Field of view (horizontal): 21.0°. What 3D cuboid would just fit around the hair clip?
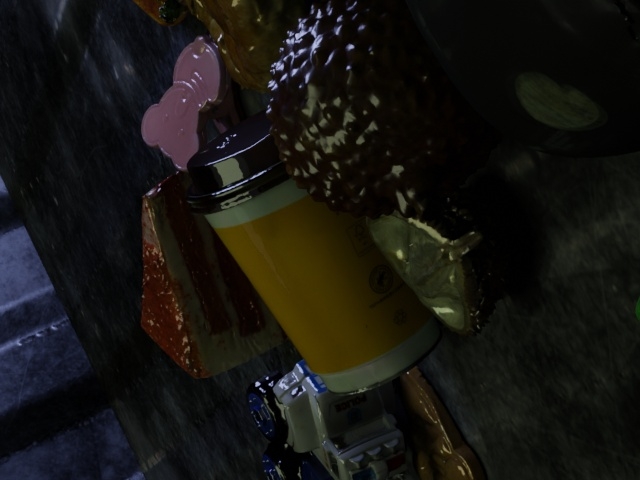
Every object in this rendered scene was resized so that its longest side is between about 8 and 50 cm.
[{"bbox_3d":[-0.146,-0.159,1.965,0.123,0.102,0.138,45,151,39],"label":"hair clip"}]

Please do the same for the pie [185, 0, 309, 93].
[{"bbox_3d":[-0.098,-0.283,1.580,0.339,0.083,0.339,156,90,-84],"label":"pie"}]

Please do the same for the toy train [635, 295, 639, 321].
[{"bbox_3d":[0.273,0.012,1.128,0.251,0.085,0.119,95,161,-48],"label":"toy train"}]

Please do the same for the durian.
[{"bbox_3d":[0.118,0.002,1.487,0.148,0.091,0.188,52,168,2],"label":"durian"}]

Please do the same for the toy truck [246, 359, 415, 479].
[{"bbox_3d":[0.031,0.222,1.840,0.177,0.161,0.213,49,155,50],"label":"toy truck"}]

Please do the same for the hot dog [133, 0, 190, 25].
[{"bbox_3d":[-0.199,-0.304,2.002,0.188,0.055,0.072,44,154,46],"label":"hot dog"}]

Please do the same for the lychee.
[{"bbox_3d":[0.052,-0.108,1.375,0.200,0.200,0.238,90,169,-49],"label":"lychee"}]

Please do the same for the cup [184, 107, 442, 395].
[{"bbox_3d":[0.000,0.000,1.669,0.279,0.196,0.196,62,162,-15],"label":"cup"}]

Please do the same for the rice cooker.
[{"bbox_3d":[0.167,-0.182,0.927,0.267,0.267,0.224,64,163,4],"label":"rice cooker"}]

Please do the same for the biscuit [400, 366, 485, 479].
[{"bbox_3d":[0.136,0.249,1.824,0.162,0.035,0.250,-15,97,66],"label":"biscuit"}]

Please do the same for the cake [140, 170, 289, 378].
[{"bbox_3d":[-0.122,0.041,2.059,0.159,0.158,0.262,49,153,30],"label":"cake"}]
